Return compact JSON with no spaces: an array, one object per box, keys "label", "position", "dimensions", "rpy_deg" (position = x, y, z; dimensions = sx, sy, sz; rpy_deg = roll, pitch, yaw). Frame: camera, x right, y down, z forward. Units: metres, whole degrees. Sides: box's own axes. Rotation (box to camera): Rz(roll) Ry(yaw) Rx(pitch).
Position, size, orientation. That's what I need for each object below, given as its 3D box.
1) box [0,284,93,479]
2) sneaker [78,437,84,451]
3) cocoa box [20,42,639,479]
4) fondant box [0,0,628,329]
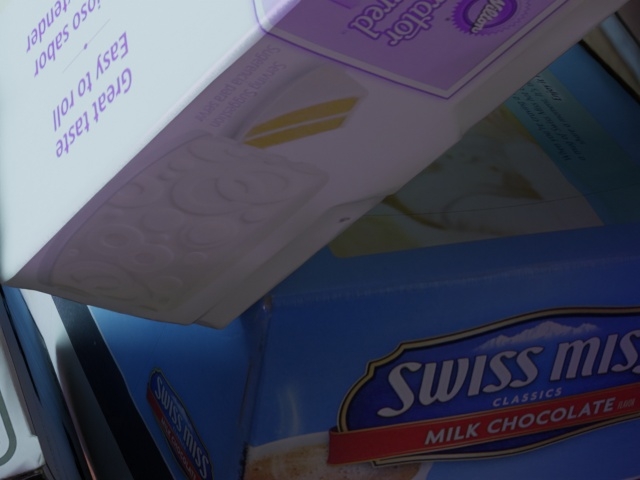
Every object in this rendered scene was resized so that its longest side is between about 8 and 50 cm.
[{"label":"box","position":[-0.149,0.071,0.669],"dimensions":[0.290,0.087,0.169],"rpy_deg":[89,159,-67]},{"label":"sneaker","position":[-0.134,0.078,1.310],"dimensions":[0.366,0.210,0.137],"rpy_deg":[-52,-37,-72]},{"label":"cocoa box","position":[0.000,0.000,0.813],"dimensions":[0.347,0.231,0.228],"rpy_deg":[-123,35,-46]},{"label":"fondant box","position":[-0.024,-0.171,0.584],"dimensions":[0.238,0.096,0.330],"rpy_deg":[-39,50,39]}]
